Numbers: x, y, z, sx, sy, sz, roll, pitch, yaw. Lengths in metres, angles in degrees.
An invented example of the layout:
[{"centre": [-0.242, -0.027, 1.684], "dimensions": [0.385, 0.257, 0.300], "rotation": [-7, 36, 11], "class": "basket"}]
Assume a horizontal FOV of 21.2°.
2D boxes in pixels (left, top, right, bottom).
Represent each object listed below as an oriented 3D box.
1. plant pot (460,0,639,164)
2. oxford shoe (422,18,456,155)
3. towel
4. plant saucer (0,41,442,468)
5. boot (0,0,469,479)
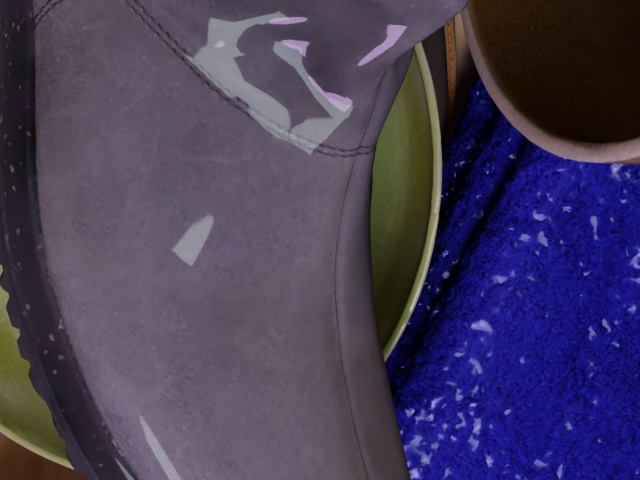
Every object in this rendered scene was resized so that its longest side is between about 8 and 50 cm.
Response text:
[{"centre": [0.206, -0.125, 0.533], "dimensions": [0.254, 0.237, 0.237], "rotation": [7, 126, -24], "class": "plant pot"}, {"centre": [0.000, 0.000, 0.666], "dimensions": [0.097, 0.098, 0.271], "rotation": [7, 124, -6], "class": "oxford shoe"}, {"centre": [0.162, 0.076, 0.676], "dimensions": [0.308, 0.076, 0.228], "rotation": [26, 86, -22], "class": "towel"}, {"centre": [-0.064, -0.033, 0.618], "dimensions": [0.241, 0.037, 0.241], "rotation": [4, 99, 24], "class": "plant saucer"}, {"centre": [0.010, -0.061, 0.480], "dimensions": [0.222, 0.118, 0.338], "rotation": [-19, 91, 34], "class": "boot"}]
